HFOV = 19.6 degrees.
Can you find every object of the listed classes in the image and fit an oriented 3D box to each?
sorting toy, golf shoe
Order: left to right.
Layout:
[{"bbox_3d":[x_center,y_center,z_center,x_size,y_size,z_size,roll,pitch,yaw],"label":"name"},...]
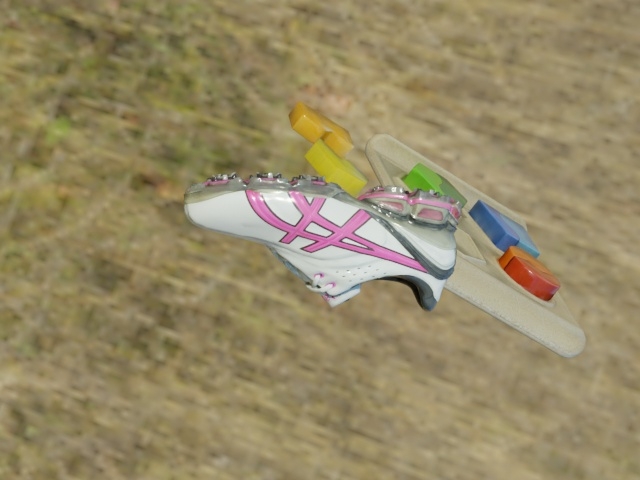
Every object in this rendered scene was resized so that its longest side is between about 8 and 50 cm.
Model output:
[{"bbox_3d":[0.000,0.000,1.216,0.067,0.186,0.086,176,-79,-82],"label":"golf shoe"},{"bbox_3d":[0.113,-0.025,1.748,0.307,0.229,0.041,30,112,-25],"label":"sorting toy"}]
